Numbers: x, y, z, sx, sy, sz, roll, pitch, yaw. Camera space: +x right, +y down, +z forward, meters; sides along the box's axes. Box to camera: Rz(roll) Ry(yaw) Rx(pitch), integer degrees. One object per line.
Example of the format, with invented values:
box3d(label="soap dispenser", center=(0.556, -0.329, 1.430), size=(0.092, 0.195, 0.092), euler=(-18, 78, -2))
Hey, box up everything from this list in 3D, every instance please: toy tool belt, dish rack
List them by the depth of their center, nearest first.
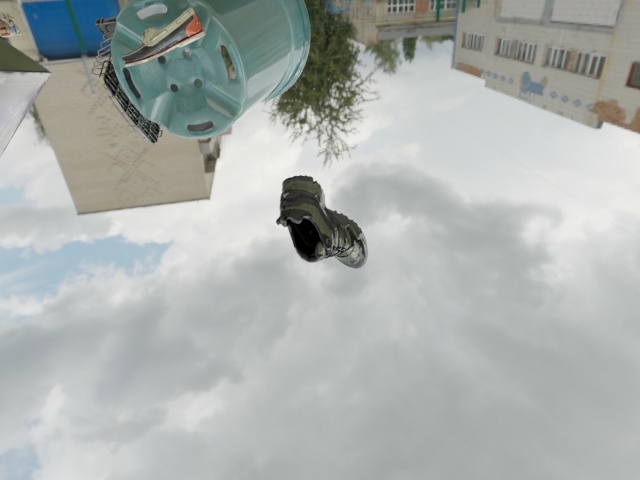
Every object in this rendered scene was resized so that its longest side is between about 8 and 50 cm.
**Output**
box3d(label="toy tool belt", center=(-0.715, -0.488, 0.945), size=(0.052, 0.051, 0.083), euler=(-19, -150, -15))
box3d(label="dish rack", center=(-0.426, -0.353, 0.945), size=(0.074, 0.208, 0.272), euler=(-15, -125, 9))

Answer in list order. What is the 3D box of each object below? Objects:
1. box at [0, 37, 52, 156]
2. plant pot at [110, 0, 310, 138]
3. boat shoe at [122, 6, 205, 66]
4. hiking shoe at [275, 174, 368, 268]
box3d(label="box", center=(-0.480, -0.177, 0.550), size=(0.103, 0.184, 0.261), euler=(30, -171, -26))
box3d(label="plant pot", center=(-0.221, -0.394, 0.860), size=(0.340, 0.341, 0.334), euler=(3, -142, 12))
box3d(label="boat shoe", center=(-0.247, -0.310, 0.647), size=(0.136, 0.043, 0.049), euler=(-25, -148, 0))
box3d(label="hiking shoe", center=(0.000, 0.000, 0.703), size=(0.086, 0.227, 0.114), euler=(-12, -132, 38))
